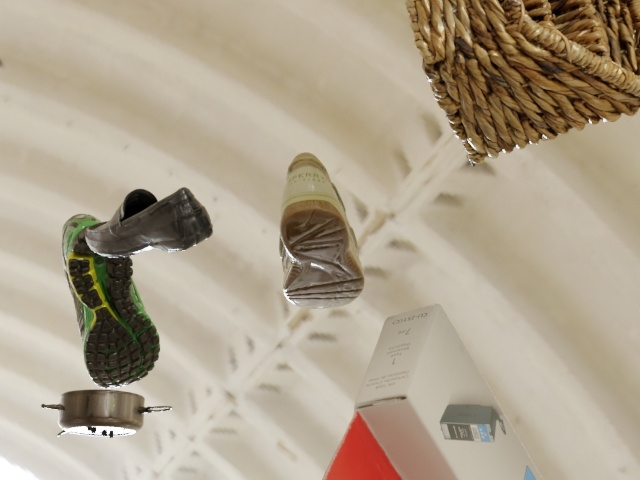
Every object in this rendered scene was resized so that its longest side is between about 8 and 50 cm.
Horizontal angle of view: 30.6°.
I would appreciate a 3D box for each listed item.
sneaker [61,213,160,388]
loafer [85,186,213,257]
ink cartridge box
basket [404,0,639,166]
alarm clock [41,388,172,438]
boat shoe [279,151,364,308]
[{"bbox_3d":[-0.367,0.106,2.031,0.146,0.134,0.343,-131,-149,-56],"label":"sneaker"},{"bbox_3d":[-0.218,-0.026,1.442,0.223,0.076,0.078,-6,-73,46],"label":"loafer"},{"bbox_3d":[0.122,0.252,1.078,0.066,0.261,0.296,-18,-63,30],"label":"ink cartridge box"},{"bbox_3d":[0.212,-0.268,1.212,0.223,0.299,0.213,-17,-42,18],"label":"basket"},{"bbox_3d":[-0.317,0.265,1.789,0.192,0.064,0.129,-8,-19,15],"label":"alarm clock"},{"bbox_3d":[0.000,0.000,1.444,0.105,0.089,0.285,-4,-28,-1],"label":"boat shoe"}]
